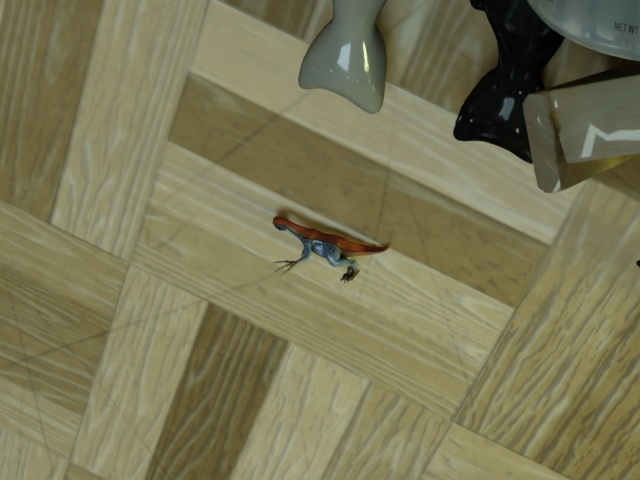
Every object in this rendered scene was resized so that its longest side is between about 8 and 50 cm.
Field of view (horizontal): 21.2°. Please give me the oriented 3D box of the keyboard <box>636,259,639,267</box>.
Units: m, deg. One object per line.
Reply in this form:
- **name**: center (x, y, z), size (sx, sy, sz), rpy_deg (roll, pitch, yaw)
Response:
- **keyboard**: center (0.304, 0.065, 1.316), size (0.023, 0.108, 0.180), rpy_deg (-38, 134, 20)

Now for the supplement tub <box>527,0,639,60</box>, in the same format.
- **supplement tub**: center (0.215, -0.279, 0.998), size (0.193, 0.193, 0.316), rpy_deg (12, 132, 17)

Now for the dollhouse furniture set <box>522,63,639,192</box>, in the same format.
- **dollhouse furniture set**: center (0.317, 0.065, 1.155), size (0.256, 0.362, 0.394), rpy_deg (-8, 97, 30)

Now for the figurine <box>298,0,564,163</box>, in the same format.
- **figurine**: center (0.081, -0.159, 1.251), size (0.215, 0.092, 0.209), rpy_deg (18, 139, 12)

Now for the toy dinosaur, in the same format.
- **toy dinosaur**: center (0.000, 0.000, 1.476), size (0.090, 0.047, 0.082), rpy_deg (-39, 99, 9)
